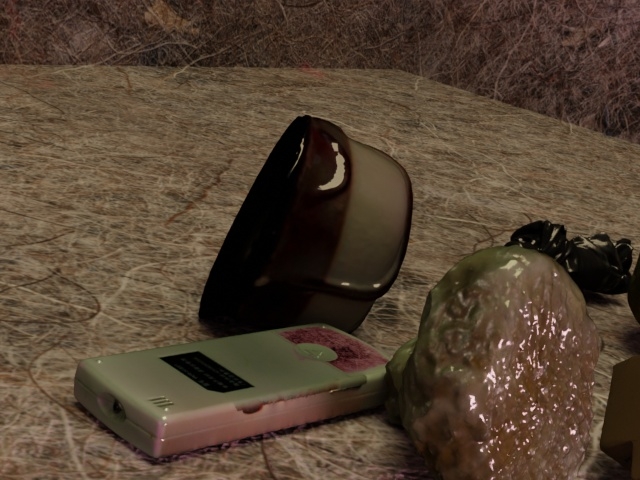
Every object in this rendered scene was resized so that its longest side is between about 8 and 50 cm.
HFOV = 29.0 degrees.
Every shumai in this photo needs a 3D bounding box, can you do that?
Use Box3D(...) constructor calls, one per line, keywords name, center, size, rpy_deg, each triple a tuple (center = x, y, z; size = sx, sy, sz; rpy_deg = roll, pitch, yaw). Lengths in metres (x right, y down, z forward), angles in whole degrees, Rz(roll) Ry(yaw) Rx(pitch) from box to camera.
Box3D(name="shumai", center=(0.133, 0.119, 1.183), size=(0.222, 0.261, 0.225), rpy_deg=(19, 50, 40))

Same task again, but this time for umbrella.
Box3D(name="umbrella", center=(0.352, 0.036, 1.790), size=(0.272, 0.122, 0.110), rpy_deg=(6, 37, -48))

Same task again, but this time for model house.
Box3D(name="model house", center=(0.420, 0.225, 1.213), size=(0.248, 0.181, 0.176), rpy_deg=(34, 54, -16))

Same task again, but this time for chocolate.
Box3D(name="chocolate", center=(0.000, 0.000, 1.470), size=(0.186, 0.284, 0.283), rpy_deg=(28, 14, -9))

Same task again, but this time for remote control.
Box3D(name="remote control", center=(-0.070, 0.144, 1.251), size=(0.344, 0.050, 0.145), rpy_deg=(-4, 22, -44))

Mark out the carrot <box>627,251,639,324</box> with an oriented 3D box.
Box3D(name="carrot", center=(0.589, 0.076, 1.639), size=(0.340, 0.224, 0.224), rpy_deg=(18, 17, 11))
